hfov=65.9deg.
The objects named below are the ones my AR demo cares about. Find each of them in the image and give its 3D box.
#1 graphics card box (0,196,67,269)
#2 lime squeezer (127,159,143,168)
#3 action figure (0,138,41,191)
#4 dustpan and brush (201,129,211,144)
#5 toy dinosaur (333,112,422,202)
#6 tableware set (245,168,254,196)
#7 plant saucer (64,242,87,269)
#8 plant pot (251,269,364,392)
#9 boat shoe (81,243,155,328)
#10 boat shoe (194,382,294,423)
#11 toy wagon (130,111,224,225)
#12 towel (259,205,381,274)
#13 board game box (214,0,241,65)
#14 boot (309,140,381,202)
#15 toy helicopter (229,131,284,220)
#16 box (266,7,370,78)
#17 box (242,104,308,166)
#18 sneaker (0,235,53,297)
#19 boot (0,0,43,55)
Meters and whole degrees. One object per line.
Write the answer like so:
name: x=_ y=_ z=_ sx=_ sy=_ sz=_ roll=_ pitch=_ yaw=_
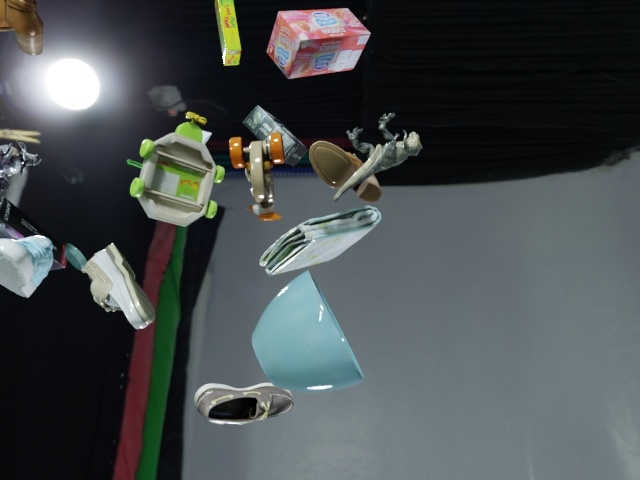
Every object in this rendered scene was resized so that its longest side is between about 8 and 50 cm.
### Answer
graphics card box: x=-1.086 y=0.001 z=1.708 sx=0.371 sy=0.232 sz=0.094 roll=77 pitch=-176 yaw=-59
lime squeezer: x=-0.632 y=-0.293 z=2.060 sx=0.110 sy=0.310 sz=0.059 roll=92 pitch=-176 yaw=-47
action figure: x=-0.978 y=-0.212 z=1.458 sx=0.099 sy=0.285 sz=0.185 roll=51 pitch=138 yaw=20
dustpan and brush: x=-0.574 y=-0.398 z=2.088 sx=0.211 sy=0.147 sz=0.060 roll=-65 pitch=-23 yaw=-14
toy dinosaur: x=0.120 y=-0.191 z=1.033 sx=0.064 sy=0.268 sz=0.118 roll=19 pitch=136 yaw=56
tableware set: x=-0.310 y=-0.255 z=2.285 sx=0.141 sy=0.020 sz=0.169 roll=-1 pitch=-105 yaw=-85
plant saucer: x=-0.869 y=0.064 z=1.751 sx=0.021 sy=0.119 sz=0.119 roll=-45 pitch=-35 yaw=-38
plant pot: x=-0.048 y=0.241 z=1.174 sx=0.290 sy=0.195 sz=0.290 roll=63 pitch=179 yaw=3
boat shoe: x=-0.502 y=0.127 z=1.220 sx=0.302 sy=0.103 sz=0.113 roll=41 pitch=158 yaw=44
boat shoe: x=-0.215 y=0.499 z=1.492 sx=0.096 sy=0.324 sz=0.117 roll=32 pitch=104 yaw=56
toy wagon: x=-0.428 y=-0.223 z=1.526 sx=0.267 sy=0.068 sz=0.344 roll=17 pitch=-99 yaw=-41
towel: x=0.000 y=0.000 z=1.770 sx=0.320 sy=0.374 sz=0.090 roll=-38 pitch=71 yaw=46
board game box: x=-0.259 y=-0.596 z=1.377 sx=0.092 sy=0.043 sz=0.181 roll=156 pitch=105 yaw=-75
boot: x=0.062 y=-0.245 z=1.530 sx=0.109 sy=0.283 sz=0.220 roll=-53 pitch=29 yaw=20
toy helicopter: x=-0.161 y=-0.157 z=1.441 sx=0.355 sy=0.140 sz=0.235 roll=92 pitch=171 yaw=-85
box: x=-0.006 y=-0.653 z=1.631 sx=0.142 sy=0.300 sz=0.154 roll=55 pitch=144 yaw=19
box: x=-0.143 y=-0.338 z=1.610 sx=0.180 sy=0.077 sz=0.147 roll=46 pitch=-168 yaw=12
sneaker: x=-0.764 y=0.035 z=1.264 sx=0.366 sy=0.135 sz=0.150 roll=-27 pitch=33 yaw=57
boot: x=-0.656 y=-0.510 z=1.044 sx=0.073 sy=0.197 sz=0.152 roll=-43 pitch=-14 yaw=-42
